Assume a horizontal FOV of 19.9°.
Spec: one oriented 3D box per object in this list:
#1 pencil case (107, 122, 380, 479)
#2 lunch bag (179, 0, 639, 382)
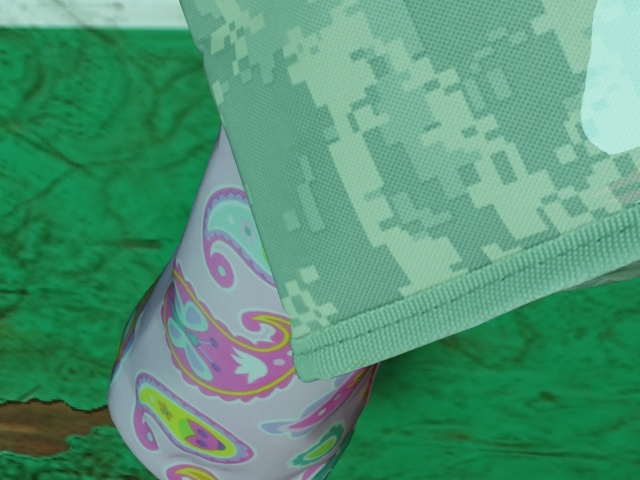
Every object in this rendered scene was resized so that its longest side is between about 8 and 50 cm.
[{"bbox_3d":[0.000,0.000,0.728,0.124,0.124,0.284,21,141,-7],"label":"pencil case"},{"bbox_3d":[0.100,-0.124,0.428,0.287,0.169,0.235,-22,87,39],"label":"lunch bag"}]
